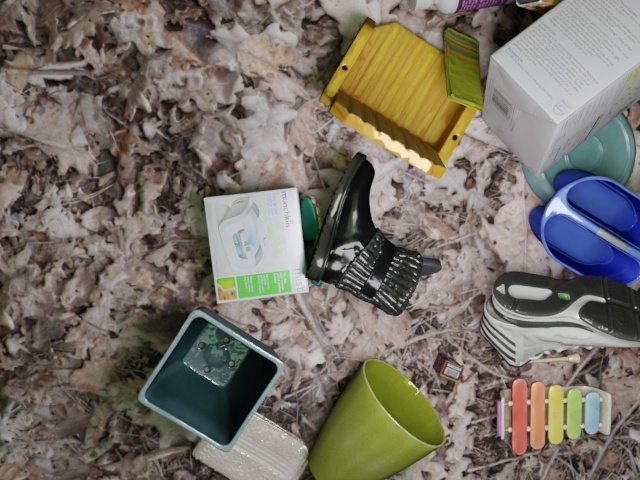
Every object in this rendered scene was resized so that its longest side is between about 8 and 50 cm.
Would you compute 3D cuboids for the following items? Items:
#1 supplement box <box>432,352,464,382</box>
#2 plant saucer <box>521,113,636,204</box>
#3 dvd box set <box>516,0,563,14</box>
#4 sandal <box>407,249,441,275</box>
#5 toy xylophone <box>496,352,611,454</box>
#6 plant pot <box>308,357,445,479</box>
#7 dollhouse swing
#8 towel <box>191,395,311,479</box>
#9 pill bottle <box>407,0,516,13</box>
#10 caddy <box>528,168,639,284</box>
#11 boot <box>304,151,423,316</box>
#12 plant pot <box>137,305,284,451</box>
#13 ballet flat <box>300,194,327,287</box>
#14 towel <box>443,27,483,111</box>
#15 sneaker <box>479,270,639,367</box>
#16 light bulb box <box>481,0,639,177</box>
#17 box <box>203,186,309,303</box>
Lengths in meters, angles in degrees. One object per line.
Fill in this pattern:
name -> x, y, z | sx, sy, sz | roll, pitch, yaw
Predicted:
supplement box -> 0.335, 0.333, 1.866 | 0.054, 0.083, 0.043 | 23, 93, -7
plant saucer -> 0.685, -0.229, 1.867 | 0.317, 0.044, 0.318 | -1, 96, -5
dvd box set -> 0.542, -0.679, 1.652 | 0.062, 0.420, 0.308 | -2, 99, 35
sandal -> 0.190, 0.045, 1.825 | 0.254, 0.097, 0.055 | 7, 68, -7
toy xylophone -> 0.612, 0.431, 1.905 | 0.322, 0.081, 0.236 | -9, 96, -5
plant pot -> 0.113, 0.497, 1.794 | 0.274, 0.275, 0.293 | 40, 107, -8
dollhouse swing -> 0.207, -0.347, 1.678 | 0.346, 0.305, 0.315 | 31, 92, -7
towel -> -0.174, 0.553, 1.857 | 0.282, 0.049, 0.187 | 33, 91, -7
pill bottle -> 0.362, -0.646, 1.730 | 0.301, 0.169, 0.169 | -11, 97, -5
caddy -> 0.698, -0.030, 1.791 | 0.341, 0.179, 0.241 | 28, 106, -14
boot -> 0.134, -0.015, 1.714 | 0.260, 0.131, 0.348 | 19, 85, -2
plant pot -> -0.255, 0.306, 1.721 | 0.247, 0.252, 0.248 | 33, 92, -7
ballet flat -> 0.000, 0.000, 1.814 | 0.077, 0.091, 0.241 | -13, 102, -35
towel -> 0.353, -0.423, 1.750 | 0.102, 0.021, 0.237 | 16, 55, -17
sneaker -> 0.622, 0.219, 1.819 | 0.447, 0.258, 0.169 | 11, 52, -1
light bulb box -> 0.595, -0.384, 1.661 | 0.361, 0.358, 0.225 | -37, 74, -2
box -> -0.156, 0.008, 1.768 | 0.231, 0.127, 0.262 | -6, 95, -3
